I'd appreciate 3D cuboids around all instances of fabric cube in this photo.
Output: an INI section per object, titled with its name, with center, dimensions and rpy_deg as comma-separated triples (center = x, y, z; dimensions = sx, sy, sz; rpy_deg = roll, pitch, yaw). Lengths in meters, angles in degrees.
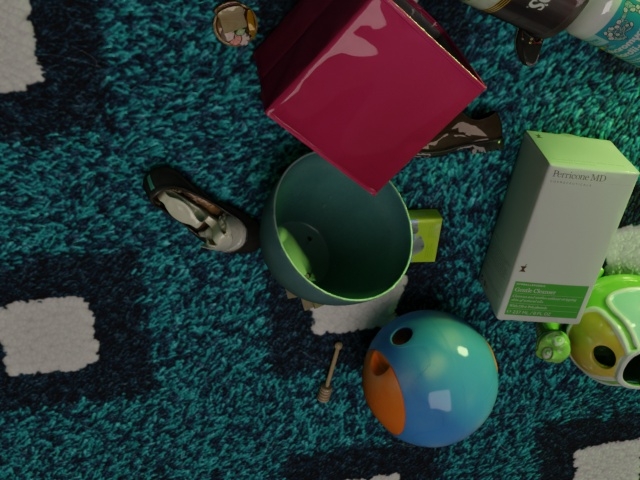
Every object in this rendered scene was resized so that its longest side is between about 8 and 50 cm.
[fabric cube]
center = 0.071, -0.286, 1.445
dimensions = 0.254, 0.259, 0.258
rpy_deg = 33, 113, -28

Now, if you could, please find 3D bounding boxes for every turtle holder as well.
[turtle holder]
center = 0.640, 0.197, 1.885
dimensions = 0.320, 0.227, 0.243
rpy_deg = 26, 115, -25

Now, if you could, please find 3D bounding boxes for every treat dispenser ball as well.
[treat dispenser ball]
center = 0.232, 0.290, 1.829
dimensions = 0.288, 0.288, 0.288
rpy_deg = -5, 123, -8

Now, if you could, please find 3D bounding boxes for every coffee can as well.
[coffee can]
center = 0.288, -0.471, 1.399
dimensions = 0.275, 0.201, 0.202
rpy_deg = 18, 118, -20

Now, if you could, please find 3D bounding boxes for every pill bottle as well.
[pill bottle]
center = 0.526, -0.405, 1.521
dimensions = 0.264, 0.146, 0.146
rpy_deg = 18, 118, -21

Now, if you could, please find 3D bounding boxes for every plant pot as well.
[plant pot]
center = 0.000, 0.000, 1.632
dimensions = 0.290, 0.290, 0.195
rpy_deg = 21, 152, -22

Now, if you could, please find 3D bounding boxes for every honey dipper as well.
[honey dipper]
center = 0.024, 0.296, 1.948
dimensions = 0.030, 0.030, 0.161
rpy_deg = 7, 120, -15

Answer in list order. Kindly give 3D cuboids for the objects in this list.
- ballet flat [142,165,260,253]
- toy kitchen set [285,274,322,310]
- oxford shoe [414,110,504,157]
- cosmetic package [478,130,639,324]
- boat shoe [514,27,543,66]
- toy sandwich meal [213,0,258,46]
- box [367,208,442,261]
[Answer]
[ballet flat]
center = -0.221, -0.036, 1.645
dimensions = 0.280, 0.096, 0.095
rpy_deg = 32, 111, -27
[toy kitchen set]
center = -0.024, 0.099, 1.816
dimensions = 0.068, 0.075, 0.083
rpy_deg = -14, 94, 42
[oxford shoe]
center = 0.233, -0.208, 1.644
dimensions = 0.227, 0.083, 0.096
rpy_deg = -9, 105, -6
[cosmetic package]
center = 0.471, -0.022, 1.755
dimensions = 0.196, 0.155, 0.366
rpy_deg = 3, 123, -10
[boat shoe]
center = 0.385, -0.377, 1.576
dimensions = 0.048, 0.042, 0.133
rpy_deg = -9, 125, -8
[toy sandwich meal]
center = -0.145, -0.370, 1.483
dimensions = 0.085, 0.029, 0.086
rpy_deg = -5, 123, -8
[box]
center = 0.153, -0.009, 1.769
dimensions = 0.178, 0.042, 0.109
rpy_deg = -2, 122, -11
